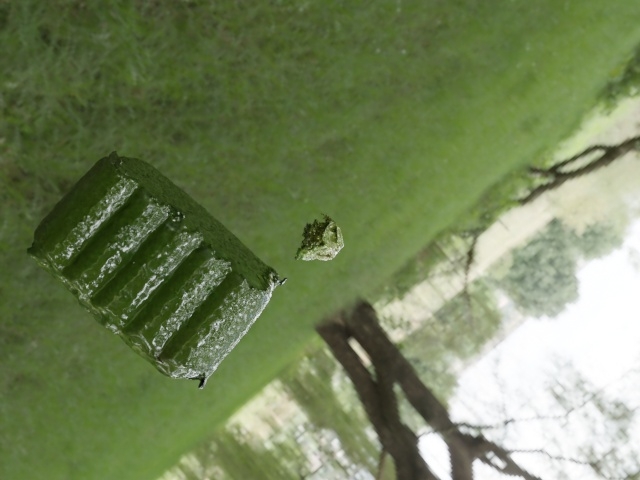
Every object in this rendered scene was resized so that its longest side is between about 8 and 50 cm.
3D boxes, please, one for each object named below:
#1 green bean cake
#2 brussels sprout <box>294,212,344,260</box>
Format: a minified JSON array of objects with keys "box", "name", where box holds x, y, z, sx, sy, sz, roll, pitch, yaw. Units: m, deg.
[{"box":[-0.182,0.028,1.103,0.156,0.247,0.250,-49,-177,1],"name":"green bean cake"},{"box":[0.000,0.000,1.397,0.085,0.058,0.085,-32,-146,25],"name":"brussels sprout"}]
